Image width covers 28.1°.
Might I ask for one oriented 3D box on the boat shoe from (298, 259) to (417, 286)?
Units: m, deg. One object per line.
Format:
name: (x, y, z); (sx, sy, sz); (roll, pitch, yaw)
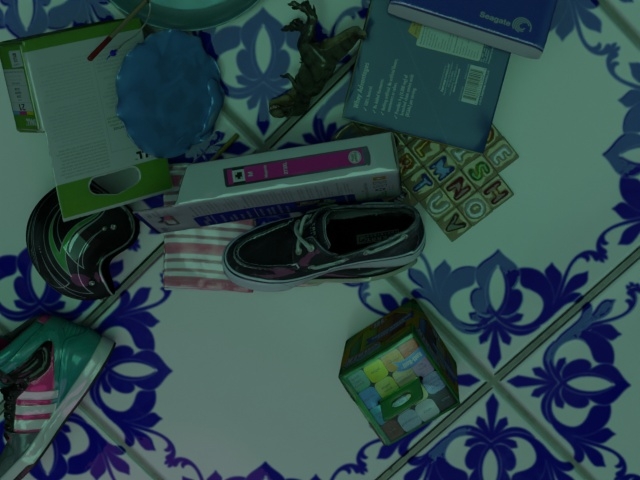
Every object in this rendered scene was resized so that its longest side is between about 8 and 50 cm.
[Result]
boat shoe: (0.039, 0.024, 1.901); (0.206, 0.075, 0.065); (-7, 106, 11)

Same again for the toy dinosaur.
toy dinosaur: (-0.010, -0.271, 1.800); (0.064, 0.268, 0.118); (-20, 78, -31)

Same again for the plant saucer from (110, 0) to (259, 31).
plant saucer: (-0.194, -0.460, 1.822); (0.317, 0.044, 0.318); (1, 104, 4)

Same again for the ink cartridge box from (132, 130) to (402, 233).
ink cartridge box: (-0.071, -0.077, 1.810); (0.370, 0.176, 0.069); (-11, 80, 2)

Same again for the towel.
towel: (-0.168, -0.018, 1.931); (0.144, 0.029, 0.197); (2, 103, 3)

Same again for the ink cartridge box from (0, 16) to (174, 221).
ink cartridge box: (-0.332, -0.175, 1.826); (0.188, 0.097, 0.255); (-19, 106, -33)

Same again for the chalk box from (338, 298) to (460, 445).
chalk box: (0.115, 0.197, 1.862); (0.132, 0.213, 0.132); (-32, 99, 11)

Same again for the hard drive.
hard drive: (0.235, -0.418, 1.716); (0.210, 0.040, 0.319); (18, 73, 0)

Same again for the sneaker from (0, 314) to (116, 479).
sneaker: (-0.467, 0.231, 1.962); (0.178, 0.124, 0.296); (35, 96, -9)

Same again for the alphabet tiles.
alphabet tiles: (0.167, -0.123, 1.889); (0.198, 0.009, 0.237); (-38, 97, 12)

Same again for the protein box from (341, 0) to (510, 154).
protein box: (0.150, -0.243, 1.785); (0.201, 0.136, 0.200); (14, 98, 0)

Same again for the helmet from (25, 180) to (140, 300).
helmet: (-0.351, 0.001, 1.883); (0.169, 0.169, 0.162); (37, 87, -4)

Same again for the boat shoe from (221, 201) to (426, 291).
boat shoe: (0.000, 0.000, 1.838); (0.301, 0.102, 0.108); (-6, 66, 6)

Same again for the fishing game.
fishing game: (-0.218, -0.211, 1.823); (0.189, 0.041, 0.264); (-52, 127, -23)
